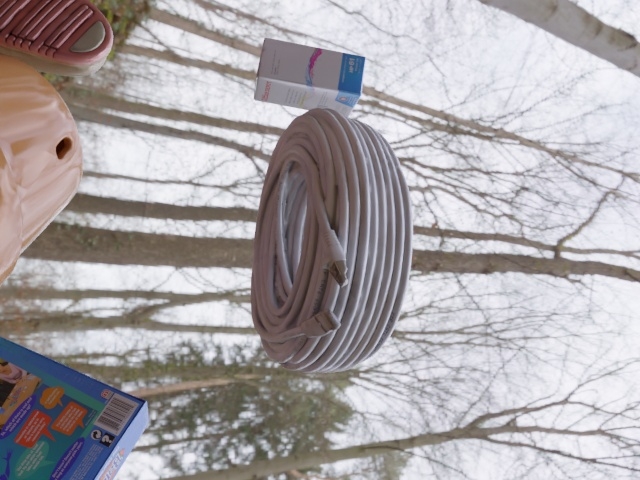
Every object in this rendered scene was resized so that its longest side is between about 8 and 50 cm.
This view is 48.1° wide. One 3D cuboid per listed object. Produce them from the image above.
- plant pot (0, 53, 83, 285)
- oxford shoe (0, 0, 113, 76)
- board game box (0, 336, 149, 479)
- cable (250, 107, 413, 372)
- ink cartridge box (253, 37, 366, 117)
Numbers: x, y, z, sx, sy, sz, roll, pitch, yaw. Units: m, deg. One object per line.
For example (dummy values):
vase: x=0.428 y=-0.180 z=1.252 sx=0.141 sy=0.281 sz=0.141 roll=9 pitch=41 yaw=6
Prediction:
plant pot: x=-0.400 y=-0.081 z=0.771 sx=0.291 sy=0.203 sz=0.290 roll=11 pitch=-62 yaw=21
oxford shoe: x=-0.446 y=-0.287 z=0.949 sx=0.397 sy=0.140 sz=0.146 roll=23 pitch=-37 yaw=11
board game box: x=-0.274 y=0.164 z=0.588 sx=0.210 sy=0.160 sz=0.047 roll=22 pitch=-40 yaw=9
cable: x=0.000 y=0.000 z=0.701 sx=0.257 sy=0.089 sz=0.257 roll=130 pitch=-38 yaw=-59
ink cartridge box: x=-0.016 y=-0.193 z=0.857 sx=0.088 sy=0.123 sz=0.052 roll=137 pitch=-40 yaw=-78
